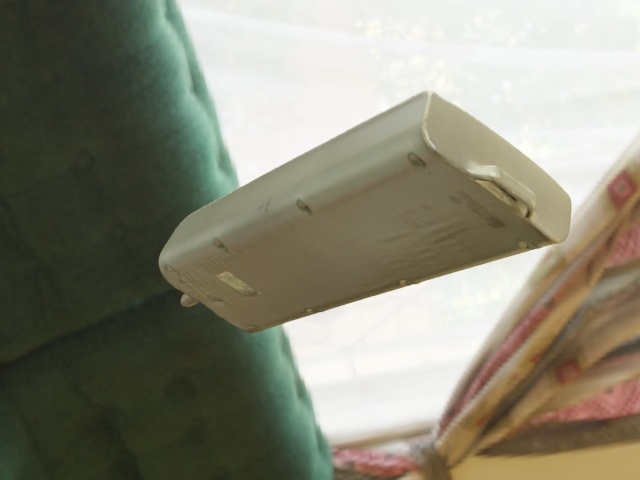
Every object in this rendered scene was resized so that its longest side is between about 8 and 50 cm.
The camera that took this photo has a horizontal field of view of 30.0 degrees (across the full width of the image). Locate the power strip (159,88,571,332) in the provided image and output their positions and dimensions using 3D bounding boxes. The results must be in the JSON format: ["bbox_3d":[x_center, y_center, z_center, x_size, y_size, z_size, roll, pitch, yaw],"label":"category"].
[{"bbox_3d":[0.000,0.000,0.450,0.253,0.060,0.027,-21,-141,59],"label":"power strip"}]
